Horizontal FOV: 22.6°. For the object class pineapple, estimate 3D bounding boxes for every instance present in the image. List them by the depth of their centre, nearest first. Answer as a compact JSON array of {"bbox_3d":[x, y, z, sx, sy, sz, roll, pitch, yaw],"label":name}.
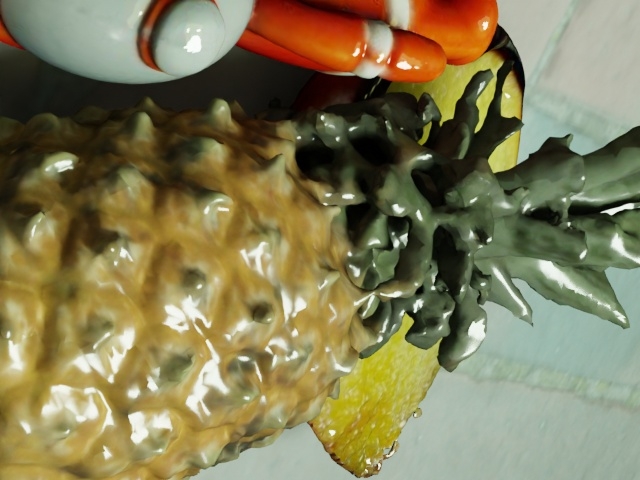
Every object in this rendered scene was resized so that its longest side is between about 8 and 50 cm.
[{"bbox_3d":[0.000,0.000,0.630,0.340,0.169,0.169,-17,133,-21],"label":"pineapple"}]

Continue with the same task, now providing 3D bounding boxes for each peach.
[{"bbox_3d":[0.026,-0.002,0.809,0.189,0.068,0.279,-22,133,-45],"label":"peach"}]

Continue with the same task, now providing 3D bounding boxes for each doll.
[{"bbox_3d":[-0.042,-0.097,0.584,0.245,0.142,0.076,-1,121,-44],"label":"doll"}]
